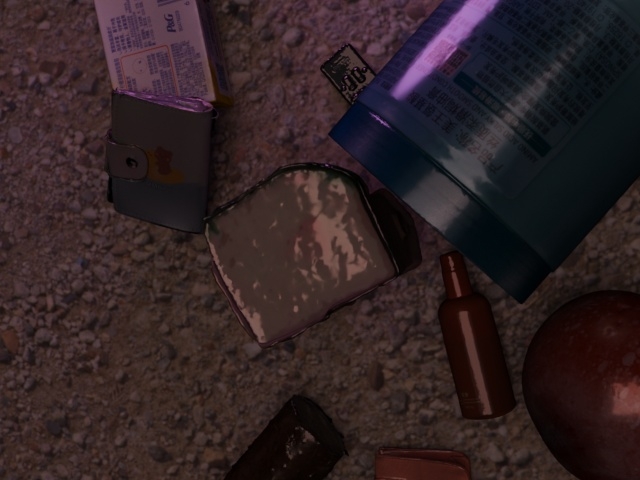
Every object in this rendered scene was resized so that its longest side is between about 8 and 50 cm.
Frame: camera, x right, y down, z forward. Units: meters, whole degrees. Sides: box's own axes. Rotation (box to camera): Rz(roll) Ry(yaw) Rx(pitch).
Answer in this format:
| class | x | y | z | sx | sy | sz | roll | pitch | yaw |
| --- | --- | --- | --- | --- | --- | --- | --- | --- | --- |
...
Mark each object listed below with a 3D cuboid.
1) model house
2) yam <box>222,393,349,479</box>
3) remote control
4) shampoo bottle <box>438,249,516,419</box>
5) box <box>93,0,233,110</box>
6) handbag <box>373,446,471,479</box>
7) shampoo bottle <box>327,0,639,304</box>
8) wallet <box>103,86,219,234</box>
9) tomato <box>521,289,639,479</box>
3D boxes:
| class | x | y | z | sx | sy | sz | roll | pitch | yaw |
| --- | --- | --- | --- | --- | --- | --- | --- | --- | --- |
| model house | 0.000 | 0.000 | 1.147 | 0.237 | 0.237 | 0.202 | -32 | 85 | 17 |
| yam | -0.078 | 0.376 | 1.259 | 0.131 | 0.131 | 0.280 | 39 | 103 | 7 |
| remote control | 0.097 | -0.186 | 1.221 | 0.063 | 0.025 | 0.245 | -40 | 85 | 12 |
| shampoo bottle | 0.220 | 0.135 | 1.192 | 0.085 | 0.085 | 0.244 | -12 | 90 | 13 |
| box | -0.244 | -0.318 | 1.251 | 0.168 | 0.097 | 0.265 | -13 | 91 | 14 |
| handbag | 0.152 | 0.427 | 1.242 | 0.157 | 0.059 | 0.213 | 1 | 96 | 12 |
| shampoo bottle | 0.240 | -0.155 | 1.023 | 0.331 | 0.331 | 0.343 | 41 | 96 | 7 |
| wallet | -0.241 | -0.122 | 1.233 | 0.170 | 0.069 | 0.231 | 12 | 128 | 1 |
| tomato | 0.383 | 0.200 | 1.061 | 0.227 | 0.270 | 0.270 | -25 | 89 | -18 |
